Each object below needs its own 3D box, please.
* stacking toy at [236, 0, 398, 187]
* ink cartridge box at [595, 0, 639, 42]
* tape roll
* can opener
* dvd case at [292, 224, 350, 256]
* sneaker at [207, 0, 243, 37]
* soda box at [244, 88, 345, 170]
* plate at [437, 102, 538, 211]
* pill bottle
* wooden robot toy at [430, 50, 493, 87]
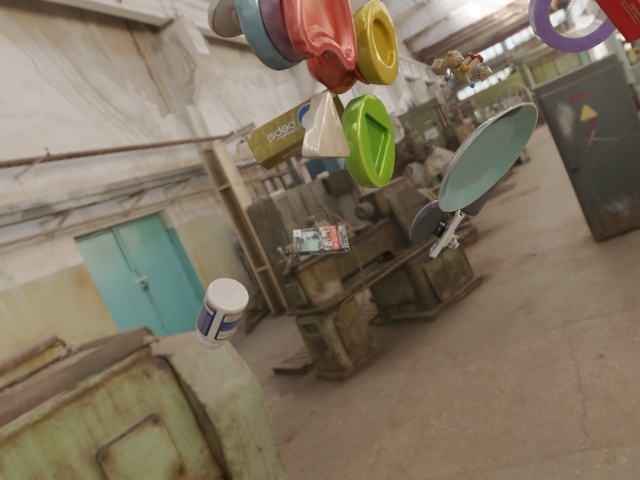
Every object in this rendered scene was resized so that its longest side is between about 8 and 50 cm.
[{"bbox_3d":[-0.005,-0.213,0.713,0.130,0.279,0.309,-3,-4,29],"label":"stacking toy"},{"bbox_3d":[0.538,-0.444,0.896,0.078,0.134,0.231,-13,54,53],"label":"ink cartridge box"},{"bbox_3d":[0.567,-0.520,1.165,0.189,0.189,0.080,-22,20,20],"label":"tape roll"},{"bbox_3d":[0.263,-0.083,0.958,0.280,0.093,0.074,-58,-1,27],"label":"can opener"},{"bbox_3d":[0.000,0.000,1.140,0.119,0.013,0.087,-5,37,-3],"label":"dvd case"},{"bbox_3d":[-0.083,-0.387,0.874,0.252,0.111,0.103,-10,-23,25],"label":"sneaker"},{"bbox_3d":[-0.039,-0.198,0.937,0.181,0.061,0.058,-28,-10,9],"label":"soda box"},{"bbox_3d":[0.231,-0.119,0.744,0.188,0.024,0.188,-32,-28,-19],"label":"plate"},{"bbox_3d":[-0.164,0.123,0.851,0.067,0.067,0.120,-30,-25,-47],"label":"pill bottle"},{"bbox_3d":[0.310,-0.407,1.187,0.076,0.079,0.173,-53,37,5],"label":"wooden robot toy"}]
